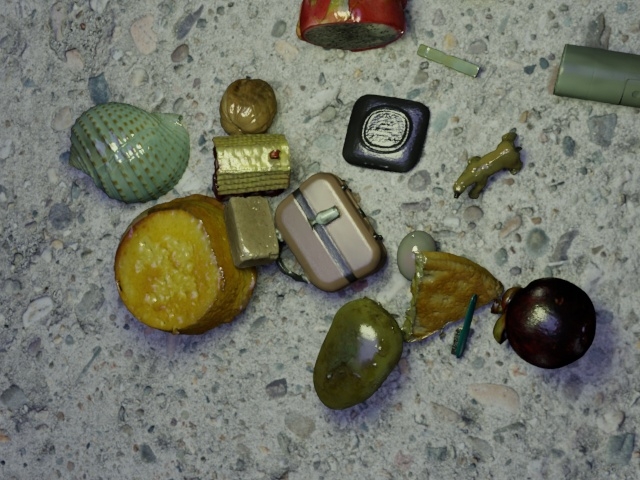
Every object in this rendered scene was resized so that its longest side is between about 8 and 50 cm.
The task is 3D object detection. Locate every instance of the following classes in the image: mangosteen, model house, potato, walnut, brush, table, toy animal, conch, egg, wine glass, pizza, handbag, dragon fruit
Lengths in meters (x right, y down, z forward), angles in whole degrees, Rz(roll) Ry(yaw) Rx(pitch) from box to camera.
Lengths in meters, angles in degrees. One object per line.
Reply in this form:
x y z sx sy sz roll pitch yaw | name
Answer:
0.532 0.193 1.725 0.265 0.228 0.228 14 95 44 | mangosteen
-0.183 -0.199 1.840 0.196 0.254 0.160 -4 85 -11 | model house
0.094 0.301 1.840 0.210 0.173 0.307 36 105 26 | potato
-0.194 -0.360 1.913 0.155 0.155 0.184 5 49 14 | walnut
0.366 0.217 1.816 0.032 0.043 0.193 23 119 31 | brush
0.688 -0.397 1.715 0.220 0.126 0.126 12 93 13 | table
0.421 -0.184 1.795 0.218 0.101 0.103 -32 85 12 | toy animal
-0.539 -0.248 1.978 0.319 0.215 0.303 -21 96 14 | conch
0.249 0.040 1.838 0.103 0.103 0.135 12 96 13 | egg
0.335 -0.469 1.853 0.178 0.030 0.033 29 104 22 | brush
0.007 -0.061 1.787 0.083 0.042 0.039 -28 122 8 | wine glass
0.287 0.150 1.818 0.280 0.075 0.288 29 115 -27 | pizza
0.000 0.000 1.879 0.283 0.149 0.302 -33 85 13 | handbag
0.086 -0.599 1.789 0.290 0.290 0.189 4 90 14 | dragon fruit

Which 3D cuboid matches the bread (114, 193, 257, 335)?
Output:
-0.375 0.066 1.936 0.398 0.215 0.398 0 89 19 | bread

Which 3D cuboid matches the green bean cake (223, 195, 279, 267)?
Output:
-0.181 -0.024 1.851 0.109 0.085 0.179 -2 67 -29 | green bean cake

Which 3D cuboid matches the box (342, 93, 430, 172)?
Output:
0.172 -0.284 1.885 0.212 0.042 0.201 13 92 13 | box
